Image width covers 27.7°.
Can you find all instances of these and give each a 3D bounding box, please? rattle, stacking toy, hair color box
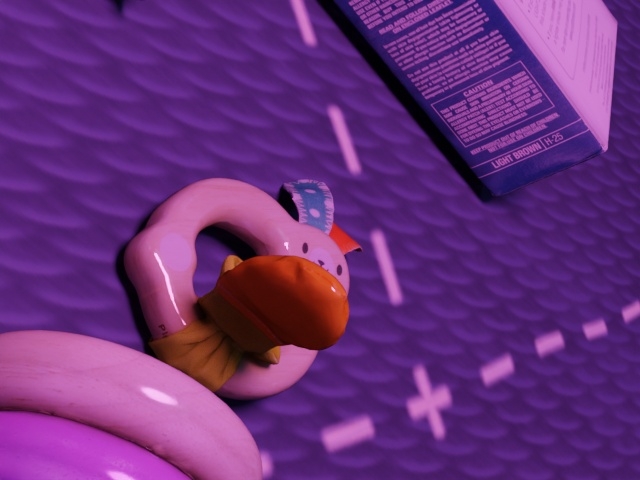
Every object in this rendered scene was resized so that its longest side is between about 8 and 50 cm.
[{"bbox_3d":[0.000,0.000,0.716,0.199,0.143,0.130,-19,70,-48],"label":"rattle"},{"bbox_3d":[-0.128,0.201,0.463,0.141,0.141,0.330,42,48,-32],"label":"stacking toy"},{"bbox_3d":[0.083,-0.216,0.942,0.347,0.105,0.174,48,37,-27],"label":"hair color box"}]
